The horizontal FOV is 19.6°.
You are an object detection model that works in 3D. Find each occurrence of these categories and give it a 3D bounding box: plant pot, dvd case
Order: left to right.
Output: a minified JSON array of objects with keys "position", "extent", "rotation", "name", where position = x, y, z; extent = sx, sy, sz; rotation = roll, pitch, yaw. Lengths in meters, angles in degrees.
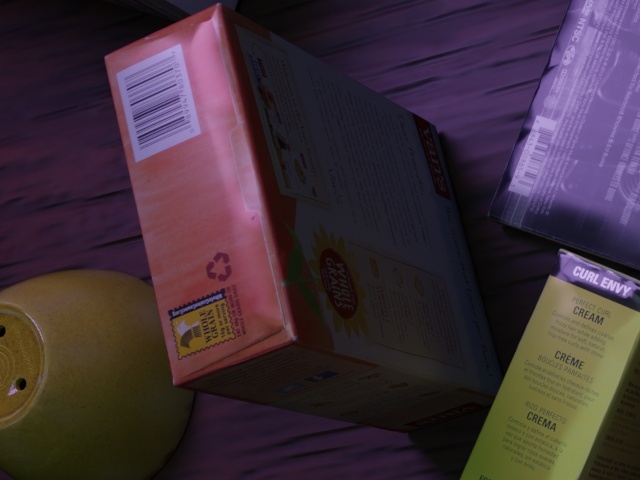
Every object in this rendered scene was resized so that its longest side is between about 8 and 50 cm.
[{"position":[-0.150,0.074,1.010],"extent":[0.134,0.095,0.134],"rotation":[-6,76,26],"name":"plant pot"},{"position":[0.207,-0.053,0.897],"extent":[0.221,0.018,0.164],"rotation":[20,88,30],"name":"dvd case"}]

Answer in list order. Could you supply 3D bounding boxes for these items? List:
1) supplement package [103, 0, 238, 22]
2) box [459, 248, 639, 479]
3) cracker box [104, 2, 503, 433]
[{"position":[-0.171,-0.260,1.033],"extent":[0.263,0.198,0.199],"rotation":[19,88,29],"name":"supplement package"},{"position":[0.105,0.126,0.875],"extent":[0.058,0.087,0.232],"rotation":[23,92,31],"name":"box"},{"position":[0.000,0.000,0.870],"extent":[0.067,0.232,0.155],"rotation":[-22,70,23],"name":"cracker box"}]
